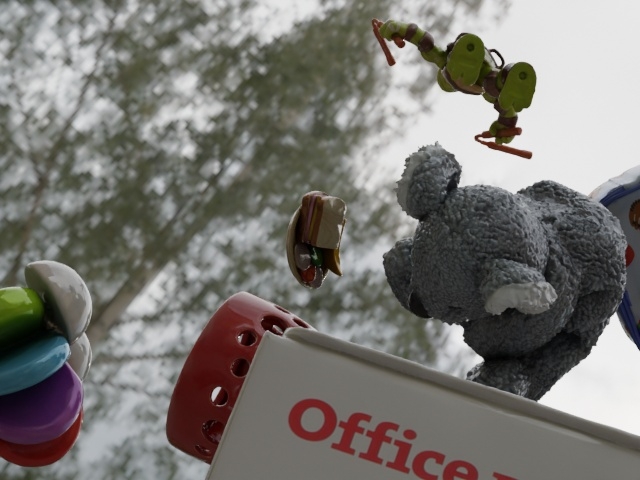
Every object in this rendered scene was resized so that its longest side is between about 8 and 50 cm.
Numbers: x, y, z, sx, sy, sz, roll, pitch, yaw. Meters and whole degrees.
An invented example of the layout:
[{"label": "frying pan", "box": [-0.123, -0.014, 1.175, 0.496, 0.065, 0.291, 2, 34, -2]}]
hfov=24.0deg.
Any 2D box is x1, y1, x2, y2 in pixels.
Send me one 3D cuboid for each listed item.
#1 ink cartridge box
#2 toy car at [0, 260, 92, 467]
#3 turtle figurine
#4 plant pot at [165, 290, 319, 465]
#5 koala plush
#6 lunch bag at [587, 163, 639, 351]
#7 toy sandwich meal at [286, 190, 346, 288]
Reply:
[{"label": "ink cartridge box", "box": [0.040, 0.277, 0.794, 0.279, 0.385, 0.160, 18, -20, 11]}, {"label": "toy car", "box": [-0.251, 0.116, 1.237, 0.136, 0.159, 0.182, 53, -27, 25]}, {"label": "turtle figurine", "box": [0.189, -0.193, 1.800, 0.269, 0.087, 0.217, 42, -3, -12]}, {"label": "plant pot", "box": [-0.049, 0.171, 1.639, 0.174, 0.191, 0.191, 22, -41, 14]}, {"label": "koala plush", "box": [0.143, 0.016, 1.252, 0.196, 0.203, 0.221, 57, 11, 29]}, {"label": "lunch bag", "box": [0.472, 0.002, 1.745, 0.303, 0.115, 0.243, -23, -85, 4]}, {"label": "toy sandwich meal", "box": [0.000, 0.000, 1.290, 0.029, 0.085, 0.085, 3, -49, 29]}]
